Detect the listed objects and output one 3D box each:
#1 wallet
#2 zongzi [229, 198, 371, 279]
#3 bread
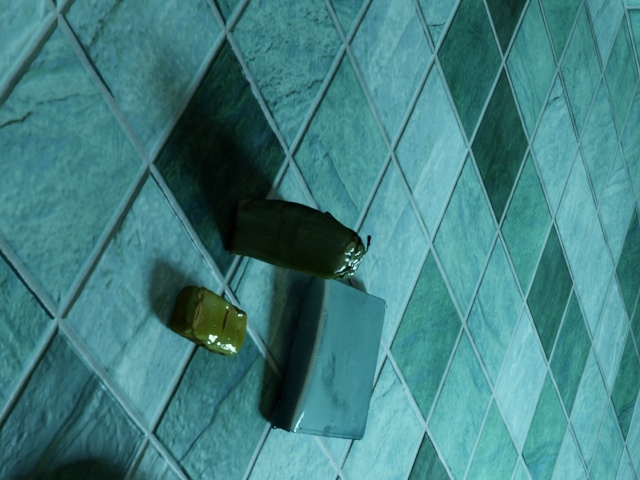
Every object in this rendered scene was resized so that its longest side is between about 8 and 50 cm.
[{"bbox_3d":[0.023,0.193,2.069,0.290,0.054,0.251,28,73,-64],"label":"wallet"},{"bbox_3d":[0.003,0.000,1.854,0.204,0.204,0.094,-3,107,-64],"label":"zongzi"},{"bbox_3d":[-0.149,0.110,1.741,0.132,0.053,0.074,40,59,-54],"label":"bread"}]
